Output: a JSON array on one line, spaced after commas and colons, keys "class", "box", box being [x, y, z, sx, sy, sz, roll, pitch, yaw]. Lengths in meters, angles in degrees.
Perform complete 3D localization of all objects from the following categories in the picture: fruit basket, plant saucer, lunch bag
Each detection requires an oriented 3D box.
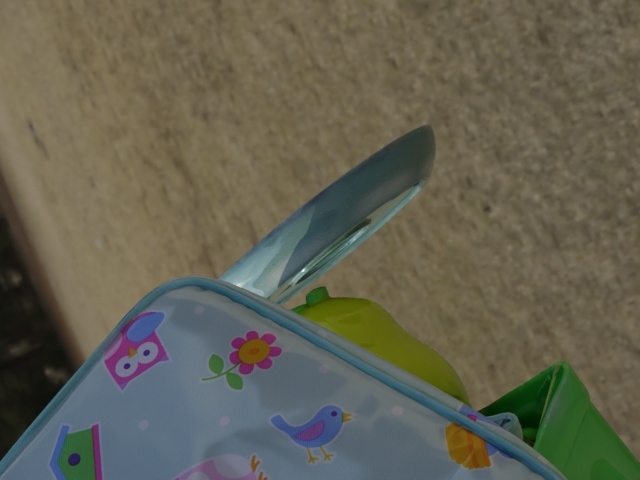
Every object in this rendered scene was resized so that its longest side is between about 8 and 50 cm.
[{"class": "fruit basket", "box": [0.076, 0.229, 1.139, 0.392, 0.283, 0.392, 19, 140, 16]}, {"class": "plant saucer", "box": [0.000, 0.000, 1.297, 0.044, 0.317, 0.317, 51, 163, 5]}, {"class": "lunch bag", "box": [-0.014, 0.153, 0.620, 0.279, 0.224, 0.108, 28, 158, 25]}]
